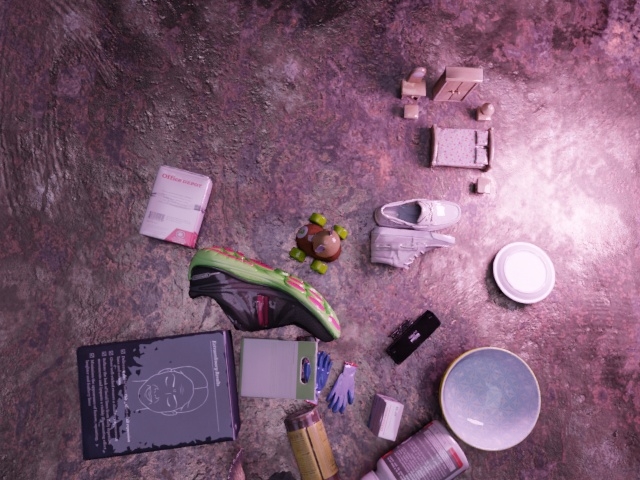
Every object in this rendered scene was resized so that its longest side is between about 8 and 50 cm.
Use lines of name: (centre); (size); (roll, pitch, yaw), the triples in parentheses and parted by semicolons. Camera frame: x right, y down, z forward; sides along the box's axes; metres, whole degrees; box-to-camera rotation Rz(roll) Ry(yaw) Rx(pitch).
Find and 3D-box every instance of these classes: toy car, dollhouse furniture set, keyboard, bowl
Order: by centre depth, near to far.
bowl: (0.474, 0.454, 1.659); (0.290, 0.156, 0.289); (1, 83, -4)
toy car: (0.000, 0.000, 1.668); (0.149, 0.188, 0.155); (30, 81, 0)
keyboard: (0.276, 0.285, 1.737); (0.192, 0.038, 0.100); (-42, 110, -10)
dollhouse furniture set: (0.405, -0.341, 1.756); (0.304, 0.174, 0.355); (3, 82, -4)

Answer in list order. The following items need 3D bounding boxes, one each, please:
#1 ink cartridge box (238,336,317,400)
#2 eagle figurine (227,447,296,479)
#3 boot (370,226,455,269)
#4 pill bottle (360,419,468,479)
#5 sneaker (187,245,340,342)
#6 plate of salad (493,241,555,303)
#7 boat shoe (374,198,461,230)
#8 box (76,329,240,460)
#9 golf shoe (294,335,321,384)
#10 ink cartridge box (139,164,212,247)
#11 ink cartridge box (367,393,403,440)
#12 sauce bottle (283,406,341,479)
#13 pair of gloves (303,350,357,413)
ink cartridge box: (-0.120, 0.372, 1.641); (0.235, 0.056, 0.171); (0, 81, 13)
eagle figurine: (-0.219, 0.759, 1.550); (0.225, 0.226, 0.298); (36, 86, 22)
boot: (0.281, 0.032, 1.745); (0.259, 0.095, 0.123); (6, 88, 5)
pill bottle: (0.265, 0.660, 1.612); (0.283, 0.161, 0.161); (-32, 86, -8)
sneaker: (-0.166, 0.184, 1.660); (0.483, 0.185, 0.202); (25, 99, 2)
plate of salad: (0.639, 0.102, 1.777); (0.200, 0.048, 0.199); (2, 71, -5)
boat shoe: (0.311, -0.081, 1.751); (0.277, 0.096, 0.098); (-4, 82, -5)
box: (-0.437, 0.414, 1.565); (0.396, 0.212, 0.293); (-6, 82, -5)
golf shoe: (-0.032, 0.377, 1.674); (0.086, 0.067, 0.186); (3, 90, -25)
ink cartridge box: (-0.432, -0.100, 1.698); (0.159, 0.092, 0.217); (15, 83, -2)
ink cartridge box: (0.188, 0.508, 1.617); (0.060, 0.180, 0.104); (16, 82, -2)
sauce bottle: (-0.006, 0.661, 1.616); (0.112, 0.111, 0.344); (-17, 84, -7)
pair of gloves: (0.026, 0.418, 1.661); (0.198, 0.023, 0.159); (26, 72, -28)
